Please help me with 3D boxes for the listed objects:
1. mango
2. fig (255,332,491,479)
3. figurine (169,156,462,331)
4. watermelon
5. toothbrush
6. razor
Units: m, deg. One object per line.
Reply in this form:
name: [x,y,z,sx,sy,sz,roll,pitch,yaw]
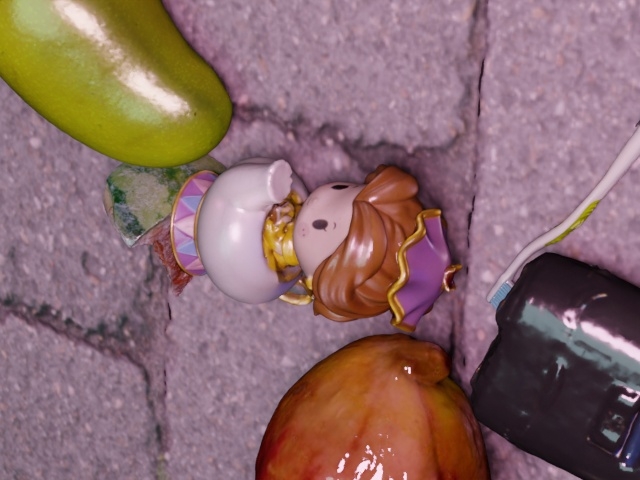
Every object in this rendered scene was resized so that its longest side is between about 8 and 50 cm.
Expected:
mango: [-0.210,-0.182,1.603,0.293,0.143,0.175,43,118,-3]
fig: [0.051,0.214,1.557,0.224,0.224,0.263,-5,93,35]
figurine: [0.000,0.000,1.546,0.263,0.142,0.189,8,146,29]
watermelon: [-0.145,-0.035,1.685,0.098,0.121,0.158,43,174,28]
toothbrush: [0.216,-0.026,1.463,0.026,0.022,0.263,52,130,21]
razor: [0.287,0.154,1.441,0.327,0.107,0.189,33,125,18]
